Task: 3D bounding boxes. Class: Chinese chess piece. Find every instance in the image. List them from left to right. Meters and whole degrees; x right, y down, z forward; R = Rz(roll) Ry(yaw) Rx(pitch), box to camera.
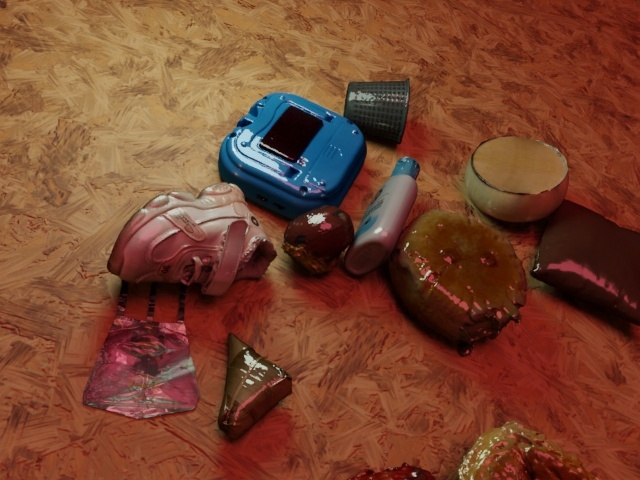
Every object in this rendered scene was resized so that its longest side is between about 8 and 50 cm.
[{"bbox_3d":[0.497,-0.159,1.822,0.257,0.104,0.257,-2,43,2],"label":"Chinese chess piece"}]

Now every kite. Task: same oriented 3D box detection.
[{"bbox_3d":[-0.328,0.167,1.359,0.204,0.022,0.360,6,51,-16],"label":"kite"}]

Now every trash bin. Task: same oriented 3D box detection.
[{"bbox_3d":[0.142,-0.342,1.862,0.161,0.175,0.175,6,50,-2],"label":"trash bin"}]

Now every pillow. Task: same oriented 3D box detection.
[{"bbox_3d":[0.682,0.046,1.755,0.305,0.108,0.308,26,48,6],"label":"pillow"}]

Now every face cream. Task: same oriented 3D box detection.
[{"bbox_3d":[0.155,-0.071,1.632,0.080,0.163,0.337,35,48,-8],"label":"face cream"}]

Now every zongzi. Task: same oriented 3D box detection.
[{"bbox_3d":[-0.159,0.260,1.310,0.176,0.078,0.160,35,49,23],"label":"zongzi"}]

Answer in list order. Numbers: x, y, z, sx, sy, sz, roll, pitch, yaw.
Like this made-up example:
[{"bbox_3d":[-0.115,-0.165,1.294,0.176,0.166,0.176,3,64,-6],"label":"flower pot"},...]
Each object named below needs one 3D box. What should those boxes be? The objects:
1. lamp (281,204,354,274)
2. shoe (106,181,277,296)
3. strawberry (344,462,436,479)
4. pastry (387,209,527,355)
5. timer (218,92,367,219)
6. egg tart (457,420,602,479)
[{"bbox_3d":[0.000,-0.001,1.541,0.156,0.157,0.135,-59,125,-79],"label":"lamp"},{"bbox_3d":[-0.234,0.012,1.401,0.198,0.172,0.351,45,42,16],"label":"shoe"},{"bbox_3d":[0.109,0.438,1.139,0.205,0.244,0.205,10,47,-11],"label":"strawberry"},{"bbox_3d":[0.305,0.074,1.581,0.329,0.136,0.330,11,49,-13],"label":"pastry"},{"bbox_3d":[-0.060,-0.208,1.704,0.309,0.115,0.340,25,48,6],"label":"timer"},{"bbox_3d":[0.373,0.519,1.227,0.351,0.153,0.339,28,49,4],"label":"egg tart"}]
